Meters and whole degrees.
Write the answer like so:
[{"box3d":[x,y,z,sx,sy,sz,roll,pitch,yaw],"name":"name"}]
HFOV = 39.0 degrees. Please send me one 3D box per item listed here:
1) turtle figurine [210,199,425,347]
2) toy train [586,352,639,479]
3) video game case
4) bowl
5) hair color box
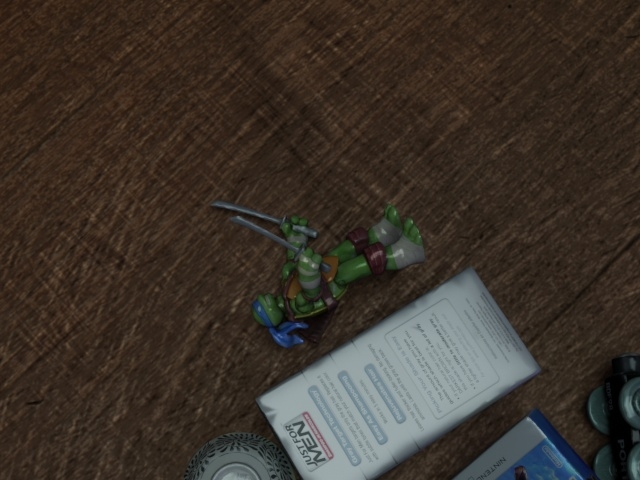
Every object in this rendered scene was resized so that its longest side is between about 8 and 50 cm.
[{"box3d":[0.000,0.000,1.348,0.266,0.198,0.275,-21,80,-10],"name":"turtle figurine"},{"box3d":[0.504,0.328,1.304,0.190,0.142,0.334,1,73,-13],"name":"toy train"},{"box3d":[0.293,0.412,1.240,0.244,0.061,0.269,-47,72,20],"name":"video game case"},{"box3d":[-0.119,0.361,1.308,0.170,0.080,0.170,0,76,-1],"name":"bowl"},{"box3d":[0.111,0.219,1.333,0.374,0.113,0.185,-30,77,-9],"name":"hair color box"}]
